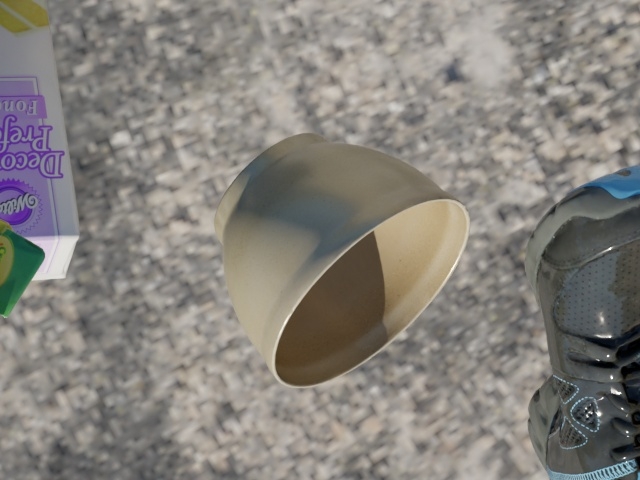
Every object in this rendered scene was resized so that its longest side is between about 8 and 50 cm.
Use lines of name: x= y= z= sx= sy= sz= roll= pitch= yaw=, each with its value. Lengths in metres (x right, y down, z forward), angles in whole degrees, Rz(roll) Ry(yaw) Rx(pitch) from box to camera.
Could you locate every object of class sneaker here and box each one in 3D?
sneaker: x=0.210 y=0.086 z=1.209 sx=0.341 sy=0.125 sz=0.140 roll=81 pitch=171 yaw=-51

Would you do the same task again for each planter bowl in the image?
planter bowl: x=0.000 y=0.000 z=1.204 sx=0.109 sy=0.162 sz=0.162 roll=46 pitch=130 yaw=24

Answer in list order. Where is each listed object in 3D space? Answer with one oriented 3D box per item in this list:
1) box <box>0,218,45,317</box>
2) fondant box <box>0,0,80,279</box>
box: x=-0.239 y=0.013 z=1.000 sx=0.179 sy=0.105 sz=0.043 roll=26 pitch=162 yaw=21
fondant box: x=-0.340 y=-0.127 z=1.545 sx=0.096 sy=0.238 sz=0.330 roll=126 pitch=137 yaw=-62
